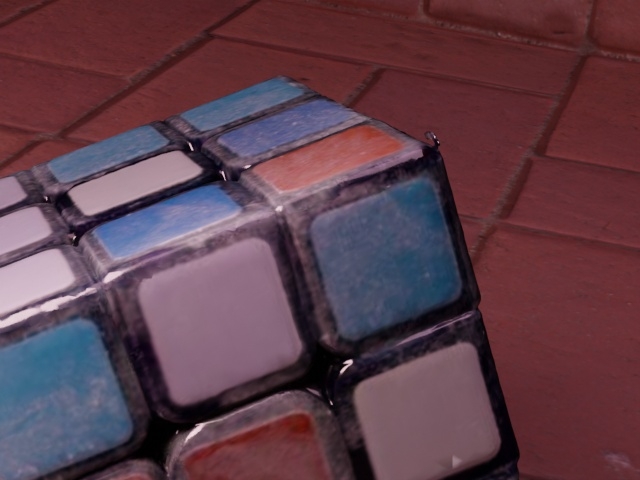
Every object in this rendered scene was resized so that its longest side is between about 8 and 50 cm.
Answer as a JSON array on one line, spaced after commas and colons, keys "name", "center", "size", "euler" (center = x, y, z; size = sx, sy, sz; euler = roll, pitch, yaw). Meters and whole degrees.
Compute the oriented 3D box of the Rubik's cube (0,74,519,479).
[{"name": "Rubik's cube", "center": [-0.082, 0.110, 1.166], "size": [0.363, 0.358, 0.362], "euler": [-18, 21, -9]}]
